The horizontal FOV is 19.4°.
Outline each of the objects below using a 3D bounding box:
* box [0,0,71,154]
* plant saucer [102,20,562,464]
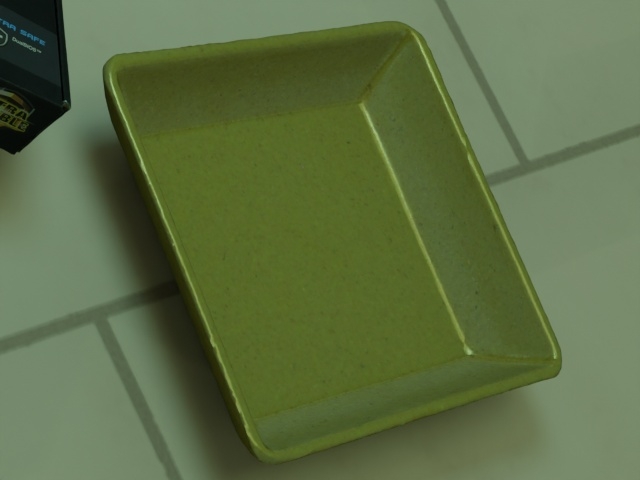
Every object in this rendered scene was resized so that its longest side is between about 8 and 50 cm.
[{"bbox_3d":[-0.320,-0.238,1.328,0.295,0.073,0.293,25,43,-38],"label":"box"},{"bbox_3d":[0.000,0.000,1.493,0.332,0.081,0.333,-12,74,-39],"label":"plant saucer"}]
